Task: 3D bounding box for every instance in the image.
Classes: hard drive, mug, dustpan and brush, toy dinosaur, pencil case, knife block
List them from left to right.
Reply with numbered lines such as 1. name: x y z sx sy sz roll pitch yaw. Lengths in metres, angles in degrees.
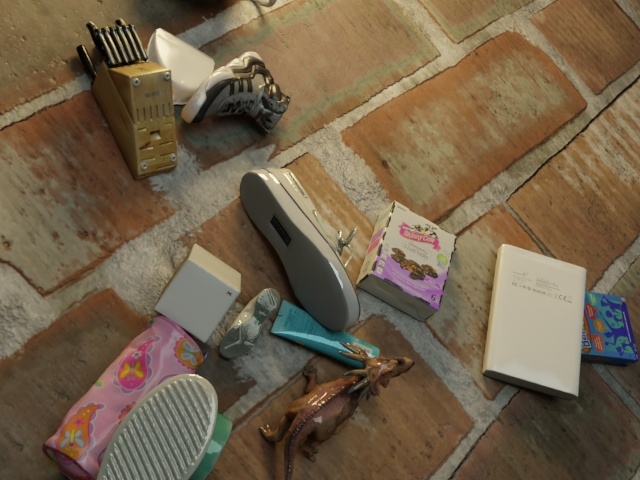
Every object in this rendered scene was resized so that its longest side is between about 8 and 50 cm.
1. knife block: -0.379 -0.280 1.738 0.088 0.242 0.275 -18 119 -34
2. pencil case: -0.304 0.253 1.428 0.124 0.124 0.284 39 60 -5
3. dustpan and brush: -0.294 -0.307 1.813 0.147 0.060 0.211 27 47 -30
4. mug: -0.218 0.324 1.467 0.097 0.158 0.129 31 77 -8
5. toy dinosaur: 0.013 0.283 1.561 0.127 0.200 0.296 46 52 0
6. hard drive: 0.464 0.171 1.942 0.203 0.040 0.307 17 60 -5

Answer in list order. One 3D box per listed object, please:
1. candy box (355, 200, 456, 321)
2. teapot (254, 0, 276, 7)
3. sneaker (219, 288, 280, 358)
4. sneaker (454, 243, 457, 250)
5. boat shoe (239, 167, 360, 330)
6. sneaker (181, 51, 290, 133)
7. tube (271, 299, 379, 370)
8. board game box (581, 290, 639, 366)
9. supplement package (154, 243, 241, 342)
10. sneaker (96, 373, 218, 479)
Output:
1. candy box: 0.180 0.041 1.870 0.165 0.070 0.196 29 54 -13
2. teapot: -0.226 -0.634 1.953 0.253 0.187 0.255 -6 93 -12
3. sneaker: -0.131 0.154 1.648 0.054 0.061 0.152 43 71 -11
4. sneaker: 0.261 -0.006 1.972 0.083 0.031 0.035 32 39 -15
5. boat shoe: -0.005 0.004 1.758 0.156 0.136 0.367 -17 61 -41
6. sneaker: -0.157 -0.276 1.823 0.153 0.101 0.268 44 42 -1
7. tube: 0.010 0.186 1.712 0.207 0.052 0.080 27 42 -8
8. board game box: 0.610 0.195 2.043 0.210 0.047 0.160 8 61 -24
9. supplement package: -0.206 0.085 1.546 0.105 0.179 0.105 35 93 -8
10. sneaker: -0.266 0.367 1.344 0.135 0.150 0.365 30 79 4
